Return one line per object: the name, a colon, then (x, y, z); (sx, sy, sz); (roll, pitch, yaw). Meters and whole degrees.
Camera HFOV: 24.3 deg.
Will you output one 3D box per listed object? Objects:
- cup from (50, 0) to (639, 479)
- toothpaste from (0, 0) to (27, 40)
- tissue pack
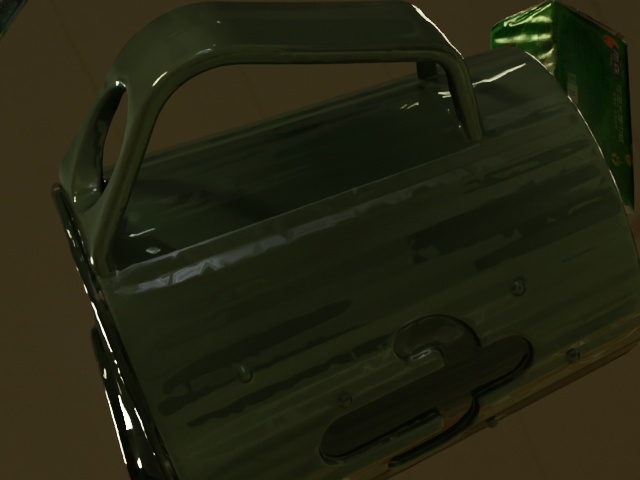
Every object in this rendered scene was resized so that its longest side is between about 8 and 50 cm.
cup: (0.010, 0.022, 1.091); (0.392, 0.310, 0.401); (-23, -21, -7)
toothpaste: (-0.278, -0.192, 1.293); (0.017, 0.020, 0.083); (34, -91, -5)
tissue pack: (0.245, -0.127, 1.634); (0.148, 0.156, 0.209); (17, -116, -40)
